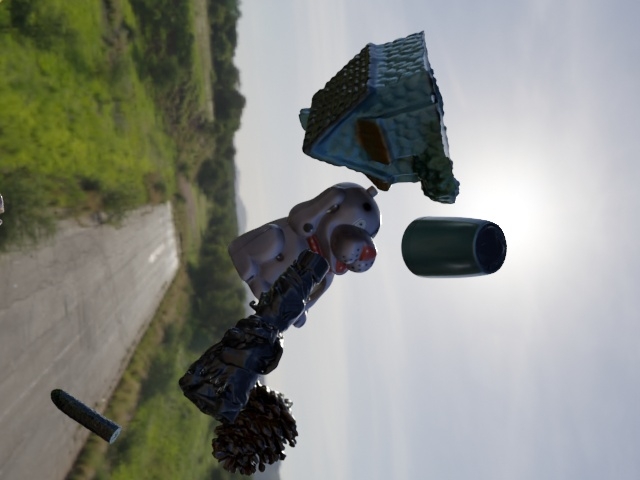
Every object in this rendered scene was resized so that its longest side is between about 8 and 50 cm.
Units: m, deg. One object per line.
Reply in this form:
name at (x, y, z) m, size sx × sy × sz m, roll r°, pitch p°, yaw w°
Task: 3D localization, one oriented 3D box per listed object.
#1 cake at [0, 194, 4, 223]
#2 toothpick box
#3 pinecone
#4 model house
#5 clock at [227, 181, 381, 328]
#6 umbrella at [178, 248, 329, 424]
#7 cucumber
cake at (-0.451, -0.034, 0.842) m, size 0.207 × 0.178 × 0.185 m, roll 25°, pitch -85°, yaw 41°
toothpick box at (0.249, 0.013, 1.346) m, size 0.184 × 0.120 × 0.120 m, roll -1°, pitch -85°, yaw 54°
pinecone at (-0.075, 0.217, 0.835) m, size 0.109 × 0.102 × 0.102 m, roll -48°, pitch 142°, yaw -56°
model house at (0.082, -0.169, 1.149) m, size 0.261 × 0.241 × 0.226 m, roll -81°, pitch 157°, yaw -59°
clock at (-0.001, 0.004, 1.206) m, size 0.189 × 0.254 × 0.189 m, roll 52°, pitch 11°, yaw -15°
umbrella at (-0.060, 0.094, 0.799) m, size 0.224 × 0.080 × 0.071 m, roll -51°, pitch 154°, yaw -30°
cucumber at (-0.380, 0.276, 1.160) m, size 0.032 × 0.133 × 0.032 m, roll -57°, pitch 169°, yaw -17°
